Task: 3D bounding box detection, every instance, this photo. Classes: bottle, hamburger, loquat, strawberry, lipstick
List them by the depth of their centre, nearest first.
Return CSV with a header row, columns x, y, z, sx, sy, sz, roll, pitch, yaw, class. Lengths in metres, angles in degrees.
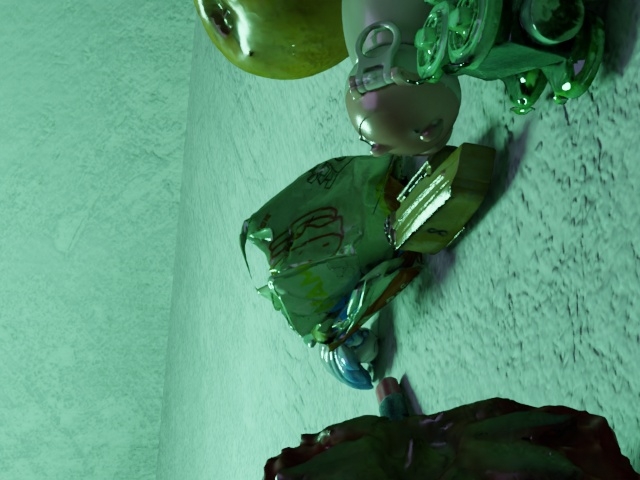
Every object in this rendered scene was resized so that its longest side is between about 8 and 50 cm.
x,y,z,sx,sy,sz,roll,pitch,yaw,class
0.109,0.301,1.024,0.295,0.318,0.345,-129,21,-62,strawberry
0.089,-0.191,1.353,0.147,0.148,0.236,122,158,-61,bottle
0.097,0.231,1.509,0.234,0.053,0.053,-102,21,-57,lipstick
-0.007,0.004,1.617,0.276,0.150,0.260,-25,50,51,hamburger
-0.036,-0.353,1.728,0.275,0.275,0.274,-177,90,-75,loquat

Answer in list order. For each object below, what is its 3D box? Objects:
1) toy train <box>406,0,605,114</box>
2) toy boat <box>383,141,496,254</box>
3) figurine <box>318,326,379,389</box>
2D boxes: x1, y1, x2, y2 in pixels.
x,y,z,sx,sy,sz,roll,pitch,yaw,class
0.169,-0.218,1.174,0.243,0.132,0.188,-174,95,-76,toy train
0.126,-0.050,1.407,0.226,0.068,0.088,123,155,-63,toy boat
0.042,0.144,1.700,0.114,0.079,0.114,61,-174,-12,figurine
